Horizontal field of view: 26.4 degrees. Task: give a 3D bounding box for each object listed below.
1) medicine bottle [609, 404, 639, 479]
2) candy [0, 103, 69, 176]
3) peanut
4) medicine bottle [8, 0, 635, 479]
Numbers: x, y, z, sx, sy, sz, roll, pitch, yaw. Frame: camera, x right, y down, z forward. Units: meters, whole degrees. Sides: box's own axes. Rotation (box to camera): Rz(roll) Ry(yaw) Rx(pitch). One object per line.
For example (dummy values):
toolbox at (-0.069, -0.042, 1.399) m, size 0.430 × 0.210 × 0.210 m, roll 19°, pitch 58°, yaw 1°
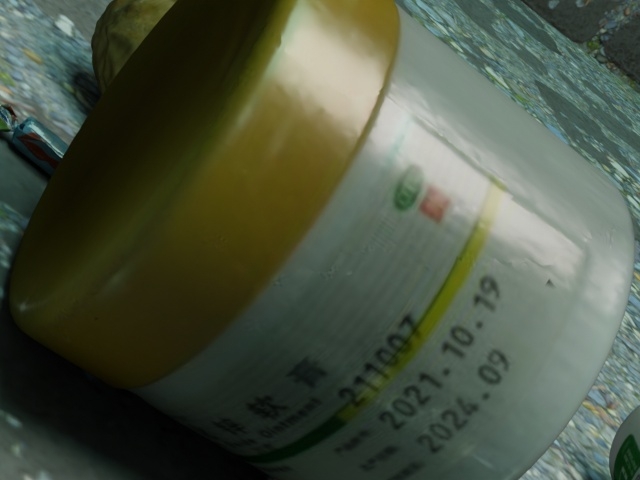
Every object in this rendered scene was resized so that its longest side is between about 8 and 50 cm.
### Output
medicine bottle at (0.292, 0.224, 0.927) m, size 0.133 × 0.133 × 0.274 m, roll 34°, pitch 22°, yaw -21°
candy at (-0.163, -0.052, 0.813) m, size 0.083 × 0.020 × 0.030 m, roll 41°, pitch 21°, yaw -8°
peanut at (-0.080, -0.076, 0.913) m, size 0.108 × 0.095 × 0.226 m, roll -17°, pitch 64°, yaw -49°
medicine bottle at (0.000, 0.000, 0.698) m, size 0.232 × 0.238 × 0.238 m, roll 35°, pitch 22°, yaw -21°
